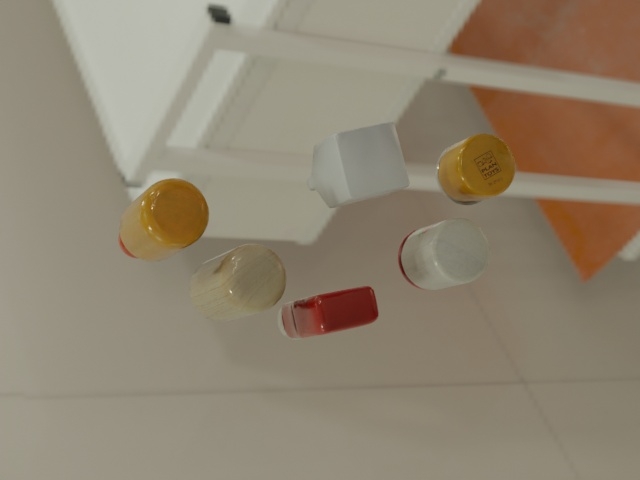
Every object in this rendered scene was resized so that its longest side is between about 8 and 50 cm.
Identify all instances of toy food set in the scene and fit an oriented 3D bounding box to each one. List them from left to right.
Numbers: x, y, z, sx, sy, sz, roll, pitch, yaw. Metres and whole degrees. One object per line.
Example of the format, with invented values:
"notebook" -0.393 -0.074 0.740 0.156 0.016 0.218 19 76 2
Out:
"toy food set" 0.000 0.000 0.826 0.104 0.232 0.111 159 97 -69
